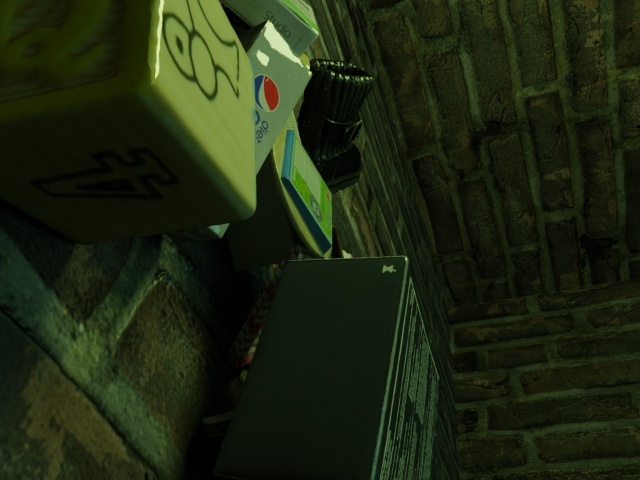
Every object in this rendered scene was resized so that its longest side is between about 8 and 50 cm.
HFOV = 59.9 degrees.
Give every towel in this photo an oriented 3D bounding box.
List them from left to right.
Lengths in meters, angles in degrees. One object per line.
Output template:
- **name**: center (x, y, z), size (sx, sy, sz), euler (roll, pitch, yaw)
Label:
- **towel**: center (-0.053, 0.102, 0.831), size (0.197, 0.029, 0.144), euler (-59, 160, 2)

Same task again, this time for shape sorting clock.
- **shape sorting clock**: center (-0.029, -0.070, 0.817), size (0.206, 0.040, 0.206), euler (56, 20, -32)

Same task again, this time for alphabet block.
- **alphabet block**: center (-0.177, -0.125, 0.478), size (0.197, 0.194, 0.192), euler (59, 23, -63)

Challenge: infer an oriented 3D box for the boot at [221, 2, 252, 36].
- **boot**: center (-0.171, -0.313, 0.784), size (0.305, 0.115, 0.112), euler (-20, 100, -71)

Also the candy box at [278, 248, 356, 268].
- **candy box**: center (0.022, 0.094, 1.068), size (0.233, 0.071, 0.159), euler (35, 42, -36)

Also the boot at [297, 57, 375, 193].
- **boot**: center (0.036, -0.245, 1.172), size (0.348, 0.131, 0.260), euler (-52, 158, -67)

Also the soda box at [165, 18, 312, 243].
- **soda box**: center (-0.119, -0.137, 0.689), size (0.098, 0.091, 0.286), euler (45, 55, -34)

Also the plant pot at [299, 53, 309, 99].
- **plant pot**: center (-0.097, -0.299, 1.010), size (0.095, 0.134, 0.134), euler (19, 56, -34)

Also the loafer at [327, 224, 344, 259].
- **loafer**: center (0.024, 0.053, 0.974), size (0.062, 0.061, 0.170), euler (-11, 77, -55)

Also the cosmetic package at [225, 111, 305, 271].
- **cosmetic package**: center (-0.096, -0.120, 0.890), size (0.160, 0.113, 0.309), euler (-25, 103, -71)

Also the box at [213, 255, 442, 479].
- **box**: center (0.039, 0.223, 0.717), size (0.294, 0.183, 0.296), euler (69, 28, -42)

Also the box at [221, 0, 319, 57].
- **box**: center (-0.111, -0.394, 0.845), size (0.232, 0.058, 0.322), euler (36, 20, -19)

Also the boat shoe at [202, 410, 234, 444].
- **boat shoe**: center (-0.089, 0.259, 0.731), size (0.206, 0.075, 0.064), euler (50, 29, -65)
